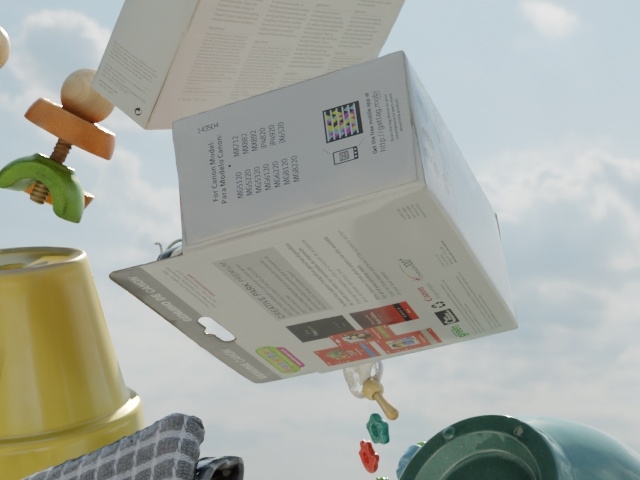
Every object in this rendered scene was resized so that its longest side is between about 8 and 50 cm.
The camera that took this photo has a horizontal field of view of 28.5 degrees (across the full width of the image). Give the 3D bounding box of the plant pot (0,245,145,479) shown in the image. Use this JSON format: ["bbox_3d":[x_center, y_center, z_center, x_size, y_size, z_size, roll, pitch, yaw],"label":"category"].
[{"bbox_3d":[-0.308,0.135,1.279,0.254,0.239,0.254,-2,8,0],"label":"plant pot"}]

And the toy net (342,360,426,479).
[{"bbox_3d":[0.079,0.225,1.616,0.045,0.232,0.122,-16,-11,-29],"label":"toy net"}]

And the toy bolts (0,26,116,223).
[{"bbox_3d":[-0.328,-0.139,1.401,0.228,0.158,0.218,26,0,-1],"label":"toy bolts"}]

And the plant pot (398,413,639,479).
[{"bbox_3d":[0.185,0.283,1.181,0.293,0.293,0.196,-7,-37,37],"label":"plant pot"}]

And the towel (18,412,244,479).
[{"bbox_3d":[-0.178,0.239,0.770,0.284,0.121,0.235,-24,17,25],"label":"towel"}]

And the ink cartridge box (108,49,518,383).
[{"bbox_3d":[0.000,0.000,1.102,0.272,0.130,0.309,-15,-29,15],"label":"ink cartridge box"}]

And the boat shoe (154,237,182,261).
[{"bbox_3d":[-0.170,0.046,1.644,0.079,0.095,0.254,7,0,15],"label":"boat shoe"}]

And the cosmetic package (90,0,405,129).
[{"bbox_3d":[-0.043,-0.265,1.359,0.097,0.284,0.377,39,24,24],"label":"cosmetic package"}]
